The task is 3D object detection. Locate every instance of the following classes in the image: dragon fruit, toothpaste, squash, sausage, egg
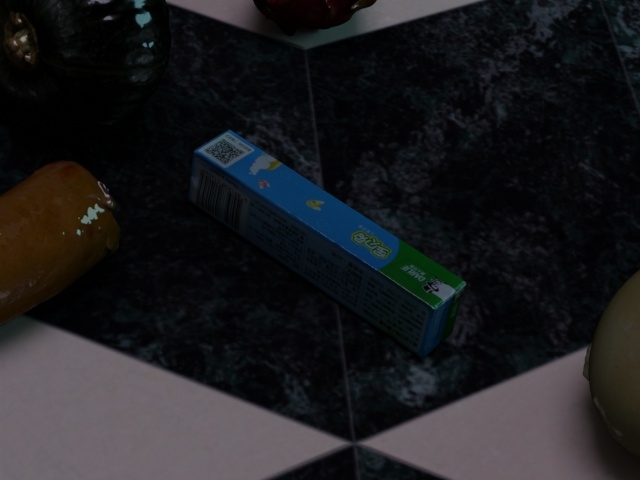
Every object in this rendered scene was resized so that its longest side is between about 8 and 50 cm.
[{"bbox_3d":[0.000,-0.275,1.573,0.133,0.136,0.166,22,25,26],"label":"dragon fruit"},{"bbox_3d":[0.000,0.000,1.334,0.267,0.065,0.050,33,46,23],"label":"toothpaste"},{"bbox_3d":[-0.220,-0.187,1.401,0.193,0.193,0.156,33,16,22],"label":"squash"},{"bbox_3d":[-0.284,0.026,1.235,0.271,0.109,0.109,-27,55,-32],"label":"sausage"},{"bbox_3d":[0.296,0.091,1.224,0.164,0.164,0.201,31,50,21],"label":"egg"}]
